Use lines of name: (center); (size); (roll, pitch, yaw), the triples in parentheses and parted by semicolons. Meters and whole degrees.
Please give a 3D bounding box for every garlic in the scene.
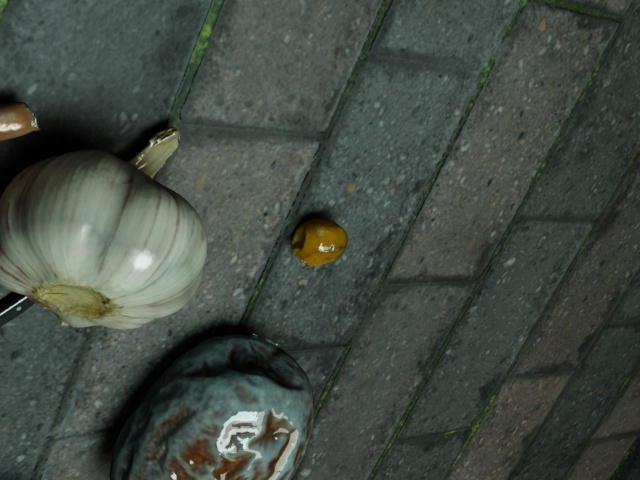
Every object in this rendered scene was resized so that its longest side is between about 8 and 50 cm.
garlic: (-0.225, -0.032, 1.222); (0.245, 0.245, 0.253); (64, 38, -51)

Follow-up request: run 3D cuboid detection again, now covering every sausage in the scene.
sausage: (-0.374, -0.092, 1.112); (0.177, 0.047, 0.040); (-32, 157, -15)

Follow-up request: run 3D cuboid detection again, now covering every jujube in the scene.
jujube: (-0.151, 0.289, 1.534); (0.246, 0.215, 0.308); (8, 120, -45)

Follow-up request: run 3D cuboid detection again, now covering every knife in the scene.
knife: (-0.298, 0.047, 1.336); (0.245, 0.019, 0.072); (-34, 143, -16)

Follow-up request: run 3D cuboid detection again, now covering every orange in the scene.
orange: (0.000, 0.000, 1.528); (0.086, 0.062, 0.086); (-8, 168, -2)
